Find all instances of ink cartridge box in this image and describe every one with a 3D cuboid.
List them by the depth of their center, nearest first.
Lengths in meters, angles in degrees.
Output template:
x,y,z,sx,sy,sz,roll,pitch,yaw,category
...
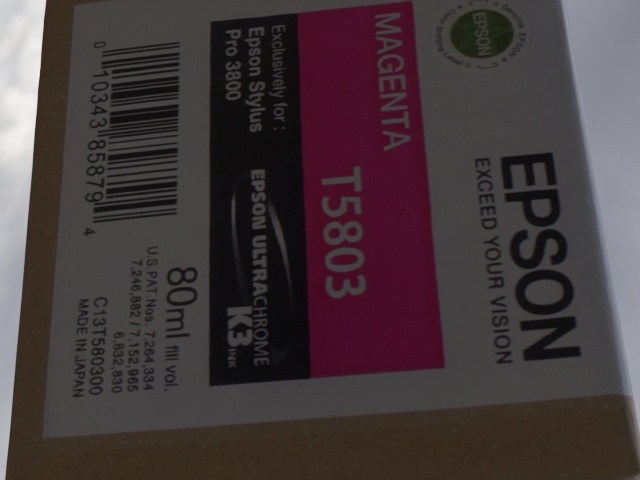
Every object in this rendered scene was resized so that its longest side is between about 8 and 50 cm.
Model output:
x,y,z,sx,sy,sz,roll,pitch,yaw,category
0.000,0.000,0.520,0.088,0.193,0.235,76,9,-57,ink cartridge box
